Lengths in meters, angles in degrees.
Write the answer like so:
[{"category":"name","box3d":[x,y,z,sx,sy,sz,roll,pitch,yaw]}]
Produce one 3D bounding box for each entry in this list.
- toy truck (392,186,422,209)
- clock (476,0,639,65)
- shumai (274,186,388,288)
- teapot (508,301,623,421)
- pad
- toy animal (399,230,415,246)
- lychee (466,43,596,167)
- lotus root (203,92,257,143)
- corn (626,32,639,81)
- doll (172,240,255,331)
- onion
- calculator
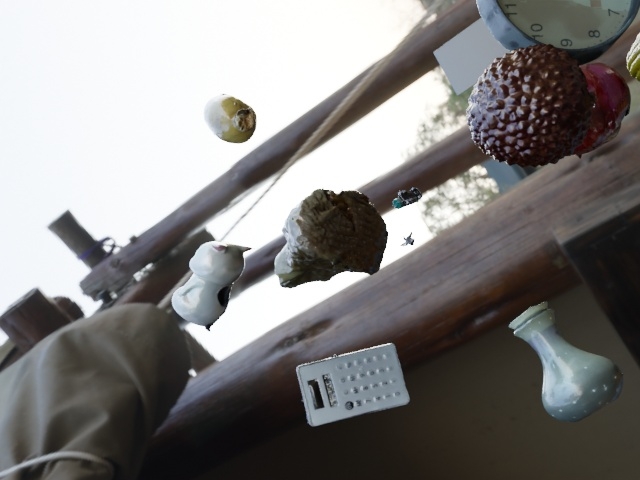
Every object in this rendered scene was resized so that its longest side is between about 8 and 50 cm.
[{"category":"toy truck","box3d":[0.229,-0.110,1.724,0.083,0.044,0.039,-21,-113,-42]},{"category":"clock","box3d":[0.552,-0.592,1.506,0.386,0.386,0.076,60,171,5]},{"category":"shumai","box3d":[-0.002,0.000,1.674,0.346,0.283,0.216,1,-102,-44]},{"category":"teapot","box3d":[0.534,0.267,1.449,0.250,0.183,0.183,58,-163,23]},{"category":"pad","box3d":[0.473,-0.569,1.941,0.006,0.246,0.170,2,-121,-60]},{"category":"toy animal","box3d":[0.245,-0.004,1.837,0.084,0.028,0.050,178,99,-76]},{"category":"lychee","box3d":[0.453,-0.285,1.390,0.264,0.300,0.264,166,90,-76]},{"category":"lotus root","box3d":[-0.272,-0.361,1.937,0.146,0.130,0.303,27,-175,-28]},{"category":"corn","box3d":[0.825,-0.467,1.563,0.131,0.131,0.344,60,-169,8]},{"category":"doll","box3d":[-0.217,0.079,1.287,0.107,0.180,0.110,27,-169,26]},{"category":"onion","box3d":[0.706,-0.365,1.785,0.276,0.276,0.276,48,-159,-26]},{"category":"calculator","box3d":[0.077,0.358,1.620,0.021,0.262,0.161,33,-138,-88]}]
